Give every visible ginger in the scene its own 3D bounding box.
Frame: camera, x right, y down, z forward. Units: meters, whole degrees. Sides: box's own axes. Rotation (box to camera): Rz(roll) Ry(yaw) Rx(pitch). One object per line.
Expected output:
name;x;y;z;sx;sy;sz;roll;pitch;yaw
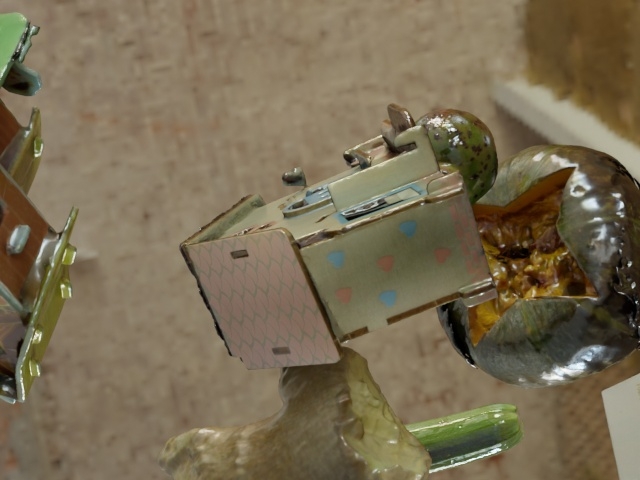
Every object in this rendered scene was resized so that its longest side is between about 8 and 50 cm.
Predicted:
ginger;-0.024;0.207;1.582;0.130;0.275;0.221;-16;103;-67

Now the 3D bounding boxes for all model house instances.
model house;0.000;0.000;1.556;0.326;0.244;0.169;-130;-165;-77
model house;-0.400;-0.008;1.726;0.324;0.340;0.300;57;40;-44

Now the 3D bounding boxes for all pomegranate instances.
pomegranate;0.156;-0.094;2.013;0.130;0.130;0.130;168;-90;-79

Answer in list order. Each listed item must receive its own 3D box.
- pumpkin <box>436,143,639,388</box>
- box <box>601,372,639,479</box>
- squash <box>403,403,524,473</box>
pumpkin;0.291;0.032;2.135;0.320;0.192;0.321;-13;-110;38
box;0.474;0.166;1.756;0.051;0.365;0.205;45;28;-34
squash;0.121;0.236;1.951;0.066;0.228;0.066;-15;90;-83
